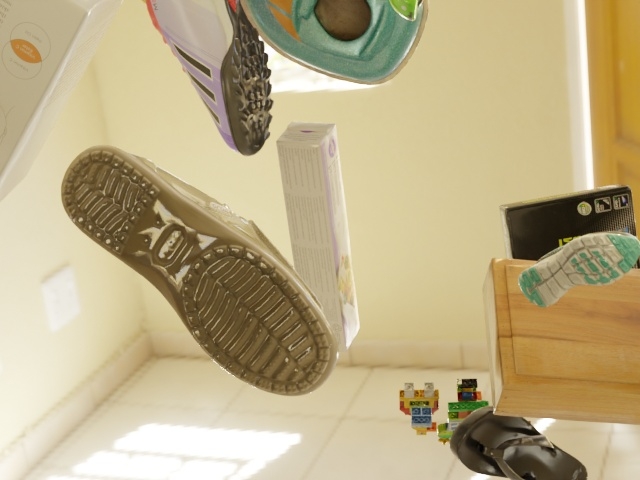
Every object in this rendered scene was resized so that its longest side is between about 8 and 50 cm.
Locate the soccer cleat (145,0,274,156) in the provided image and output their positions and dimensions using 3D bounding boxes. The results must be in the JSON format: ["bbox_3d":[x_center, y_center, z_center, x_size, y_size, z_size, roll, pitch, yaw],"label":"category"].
[{"bbox_3d":[-0.144,-0.252,1.412,0.116,0.318,0.108,-9,14,24],"label":"soccer cleat"}]

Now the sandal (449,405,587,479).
[{"bbox_3d":[0.287,0.300,1.619,0.254,0.097,0.054,26,2,-30],"label":"sandal"}]

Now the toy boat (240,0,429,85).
[{"bbox_3d":[0.029,-0.370,1.509,0.268,0.318,0.148,24,19,5],"label":"toy boat"}]

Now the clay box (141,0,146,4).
[{"bbox_3d":[-0.237,-0.374,1.526,0.127,0.053,0.222,1,-22,45],"label":"clay box"}]

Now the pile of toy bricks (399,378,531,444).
[{"bbox_3d":[0.229,0.286,1.811,0.212,0.105,0.118,-1,46,4],"label":"pile of toy bricks"}]

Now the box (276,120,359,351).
[{"bbox_3d":[0.000,0.000,1.555,0.067,0.324,0.063,4,32,21],"label":"box"}]

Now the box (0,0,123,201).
[{"bbox_3d":[-0.415,-0.227,1.433,0.215,0.345,0.168,34,28,-6],"label":"box"}]

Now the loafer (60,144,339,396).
[{"bbox_3d":[-0.088,0.016,0.959,0.102,0.268,0.092,-47,0,17],"label":"loafer"}]

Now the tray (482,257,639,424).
[{"bbox_3d":[0.421,0.131,1.482,0.411,0.076,0.202,5,49,-3],"label":"tray"}]

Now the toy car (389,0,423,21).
[{"bbox_3d":[0.091,-0.339,1.201,0.053,0.225,0.239,8,-5,6],"label":"toy car"}]

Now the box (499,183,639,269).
[{"bbox_3d":[0.358,0.027,1.661,0.184,0.190,0.045,-10,10,-7],"label":"box"}]

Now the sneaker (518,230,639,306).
[{"bbox_3d":[0.301,0.018,1.332,0.076,0.065,0.166,-38,8,-39],"label":"sneaker"}]
